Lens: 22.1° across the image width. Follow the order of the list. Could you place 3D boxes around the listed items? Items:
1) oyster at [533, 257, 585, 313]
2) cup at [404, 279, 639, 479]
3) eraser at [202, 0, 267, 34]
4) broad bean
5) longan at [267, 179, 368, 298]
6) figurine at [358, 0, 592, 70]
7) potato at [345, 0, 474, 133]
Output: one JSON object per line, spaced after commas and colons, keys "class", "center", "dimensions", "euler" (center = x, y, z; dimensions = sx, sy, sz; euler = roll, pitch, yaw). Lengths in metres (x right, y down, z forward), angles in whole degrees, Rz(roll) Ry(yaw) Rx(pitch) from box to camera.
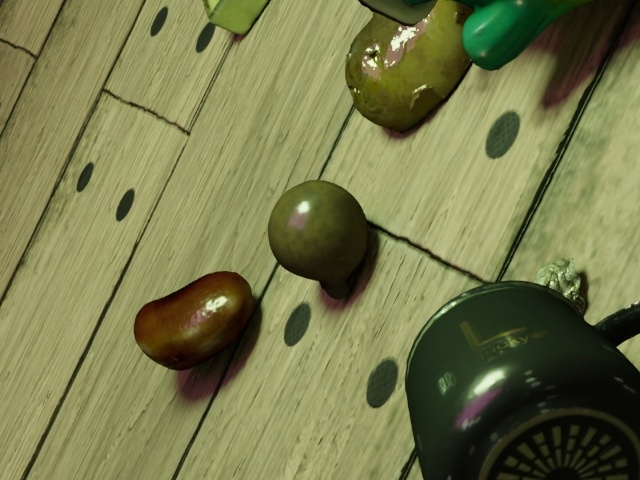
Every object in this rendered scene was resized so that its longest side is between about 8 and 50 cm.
{"class": "oyster", "center": [0.166, 0.061, 1.307], "dimensions": [0.098, 0.037, 0.100], "euler": [-28, 44, 49]}
{"class": "cup", "center": [0.168, 0.112, 1.156], "dimensions": [0.223, 0.169, 0.176], "euler": [-32, 25, 3]}
{"class": "eraser", "center": [-0.106, -0.351, 2.107], "dimensions": [0.117, 0.058, 0.172], "euler": [-54, 29, 22]}
{"class": "broad bean", "center": [-0.133, 0.087, 1.770], "dimensions": [0.165, 0.084, 0.114], "euler": [-32, 36, 38]}
{"class": "longan", "center": [0.000, 0.000, 1.600], "dimensions": [0.106, 0.106, 0.119], "euler": [-4, 107, 60]}
{"class": "figurine", "center": [0.171, -0.311, 1.393], "dimensions": [0.340, 0.231, 0.323], "euler": [-9, 80, 50]}
{"class": "potato", "center": [0.088, -0.211, 1.629], "dimensions": [0.200, 0.081, 0.164], "euler": [-60, 26, 5]}
